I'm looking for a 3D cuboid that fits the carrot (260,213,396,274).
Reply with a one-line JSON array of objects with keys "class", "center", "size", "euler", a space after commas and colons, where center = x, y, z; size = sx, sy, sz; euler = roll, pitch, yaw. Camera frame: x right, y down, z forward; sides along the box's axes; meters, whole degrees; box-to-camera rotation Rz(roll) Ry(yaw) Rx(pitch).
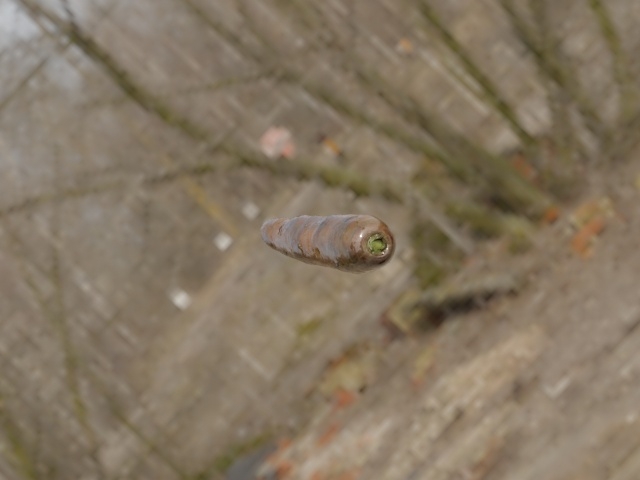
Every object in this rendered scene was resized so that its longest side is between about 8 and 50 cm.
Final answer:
[{"class": "carrot", "center": [-0.001, 0.000, 1.145], "size": [0.035, 0.036, 0.165], "euler": [-47, 21, -17]}]
